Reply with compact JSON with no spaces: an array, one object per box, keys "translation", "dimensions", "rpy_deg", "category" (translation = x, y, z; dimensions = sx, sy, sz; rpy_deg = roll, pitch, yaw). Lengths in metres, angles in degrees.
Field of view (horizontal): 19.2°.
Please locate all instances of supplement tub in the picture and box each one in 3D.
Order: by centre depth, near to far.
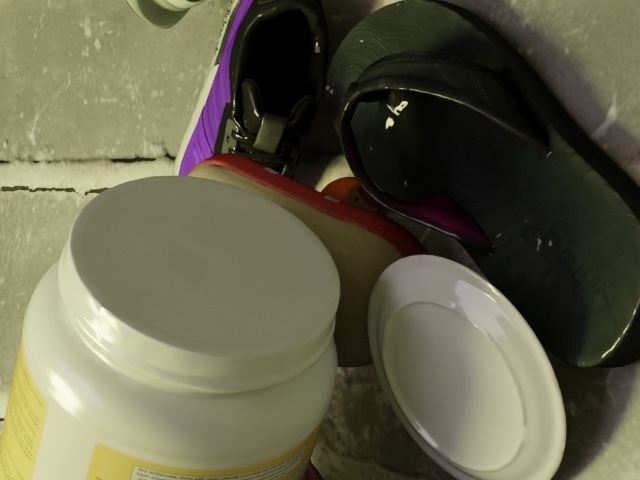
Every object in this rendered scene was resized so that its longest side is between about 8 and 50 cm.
[{"translation":[-0.123,0.140,1.473],"dimensions":[0.241,0.241,0.331],"rpy_deg":[59,143,41],"category":"supplement tub"}]

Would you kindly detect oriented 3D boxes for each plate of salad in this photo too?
[{"translation":[0.112,0.098,1.416],"dimensions":[0.200,0.048,0.200],"rpy_deg":[29,134,36],"category":"plate of salad"}]

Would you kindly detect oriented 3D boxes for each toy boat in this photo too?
[{"translation":[0.000,0.000,1.574],"dimensions":[0.231,0.151,0.151],"rpy_deg":[25,136,26],"category":"toy boat"}]

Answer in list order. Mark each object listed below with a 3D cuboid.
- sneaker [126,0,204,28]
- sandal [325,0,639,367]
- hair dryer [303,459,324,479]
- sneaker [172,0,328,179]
[{"translation":[-0.127,-0.376,1.851],"dimensions":[0.146,0.122,0.330],"rpy_deg":[-27,61,31],"category":"sneaker"},{"translation":[0.107,-0.067,1.445],"dimensions":[0.446,0.107,0.167],"rpy_deg":[45,122,49],"category":"sandal"},{"translation":[-0.028,0.325,1.617],"dimensions":[0.223,0.080,0.293],"rpy_deg":[-1,83,57],"category":"hair dryer"},{"translation":[-0.059,-0.094,1.665],"dimensions":[0.146,0.102,0.293],"rpy_deg":[-133,54,-72],"category":"sneaker"}]
